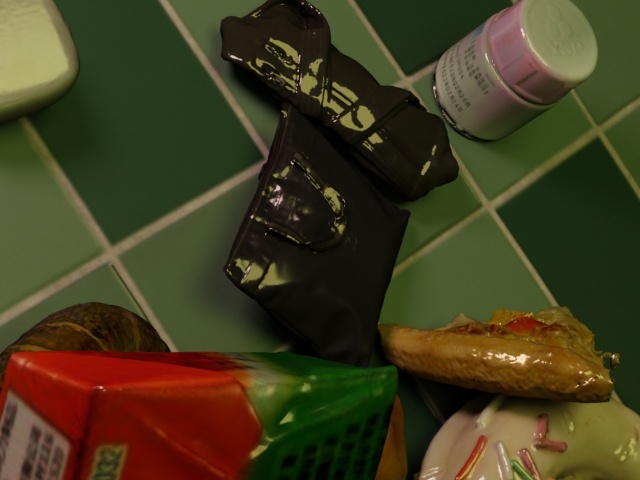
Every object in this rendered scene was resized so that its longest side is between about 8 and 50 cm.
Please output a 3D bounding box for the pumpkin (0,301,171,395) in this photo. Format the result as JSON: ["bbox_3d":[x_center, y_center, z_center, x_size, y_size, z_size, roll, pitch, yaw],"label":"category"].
[{"bbox_3d":[-0.223,0.173,1.550,0.219,0.162,0.219,2,87,-52],"label":"pumpkin"}]

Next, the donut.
[{"bbox_3d":[0.269,0.321,1.838,0.383,0.142,0.382,16,59,-29],"label":"donut"}]

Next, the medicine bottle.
[{"bbox_3d":[0.234,-0.208,2.048,0.135,0.168,0.135,15,61,-30],"label":"medicine bottle"}]

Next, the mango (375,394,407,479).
[{"bbox_3d":[0.052,0.205,1.777,0.063,0.077,0.127,-23,97,-64],"label":"mango"}]

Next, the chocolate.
[{"bbox_3d":[-0.129,0.255,1.431,0.341,0.161,0.360,4,103,-46],"label":"chocolate"}]

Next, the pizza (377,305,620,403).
[{"bbox_3d":[0.222,0.112,1.900,0.288,0.280,0.075,-16,111,-65],"label":"pizza"}]

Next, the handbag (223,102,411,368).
[{"bbox_3d":[0.000,0.000,1.833,0.211,0.089,0.254,42,47,-26],"label":"handbag"}]

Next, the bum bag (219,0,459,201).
[{"bbox_3d":[0.030,-0.169,1.939,0.326,0.080,0.142,36,51,-15],"label":"bum bag"}]

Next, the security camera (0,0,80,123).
[{"bbox_3d":[-0.381,-0.165,1.647,0.301,0.080,0.157,-22,84,-31],"label":"security camera"}]
